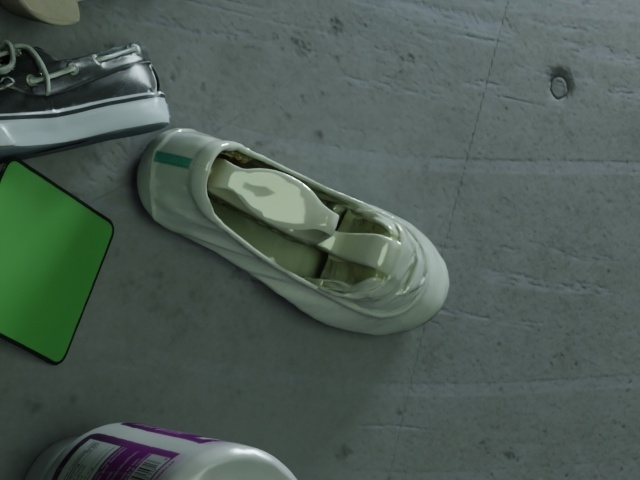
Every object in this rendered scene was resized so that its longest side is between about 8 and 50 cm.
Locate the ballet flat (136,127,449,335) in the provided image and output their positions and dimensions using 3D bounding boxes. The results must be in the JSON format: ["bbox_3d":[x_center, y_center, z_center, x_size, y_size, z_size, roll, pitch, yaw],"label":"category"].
[{"bbox_3d":[0.000,0.000,1.925,0.400,0.139,0.139,26,77,-32],"label":"ballet flat"}]

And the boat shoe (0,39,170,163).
[{"bbox_3d":[-0.271,-0.131,1.750,0.306,0.113,0.105,-14,89,-38],"label":"boat shoe"}]

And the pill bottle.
[{"bbox_3d":[-0.152,0.252,1.727,0.169,0.301,0.169,-1,92,-33],"label":"pill bottle"}]

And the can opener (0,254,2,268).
[{"bbox_3d":[-0.408,0.076,1.703,0.283,0.095,0.076,-39,138,-18],"label":"can opener"}]

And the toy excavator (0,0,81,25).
[{"bbox_3d":[-0.080,-0.397,1.832,0.433,0.222,0.445,9,95,-32],"label":"toy excavator"}]

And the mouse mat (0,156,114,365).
[{"bbox_3d":[-0.264,0.022,1.775,0.190,0.007,0.152,38,69,-56],"label":"mouse mat"}]
